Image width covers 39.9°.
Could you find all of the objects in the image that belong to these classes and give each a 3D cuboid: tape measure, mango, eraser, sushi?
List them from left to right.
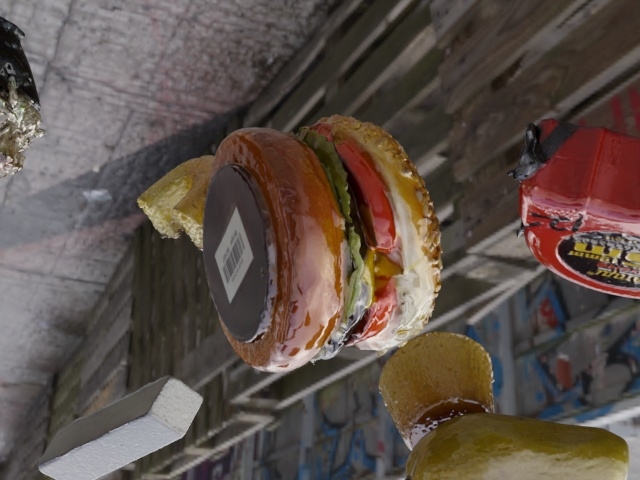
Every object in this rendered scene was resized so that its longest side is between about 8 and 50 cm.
[{"bbox_3d":[-0.509,-0.181,1.279,0.225,0.218,0.239,-35,161,36],"label":"sushi"},{"bbox_3d":[-0.402,0.384,1.763,0.353,0.077,0.111,-29,132,21],"label":"eraser"},{"bbox_3d":[0.289,0.361,1.315,0.332,0.195,0.142,8,-179,-2],"label":"mango"},{"bbox_3d":[0.348,-0.028,1.013,0.253,0.114,0.260,13,158,18],"label":"tape measure"}]

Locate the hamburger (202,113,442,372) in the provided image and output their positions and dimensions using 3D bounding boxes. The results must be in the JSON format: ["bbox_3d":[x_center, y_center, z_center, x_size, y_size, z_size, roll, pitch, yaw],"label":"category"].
[{"bbox_3d":[0.000,0.000,1.161,0.250,0.329,0.330,-5,160,-27],"label":"hamburger"}]

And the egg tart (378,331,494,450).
[{"bbox_3d":[0.206,0.269,1.461,0.203,0.147,0.202,-4,124,-6],"label":"egg tart"}]

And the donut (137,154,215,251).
[{"bbox_3d":[-0.189,-0.070,1.433,0.101,0.152,0.259,51,160,-25],"label":"donut"}]
